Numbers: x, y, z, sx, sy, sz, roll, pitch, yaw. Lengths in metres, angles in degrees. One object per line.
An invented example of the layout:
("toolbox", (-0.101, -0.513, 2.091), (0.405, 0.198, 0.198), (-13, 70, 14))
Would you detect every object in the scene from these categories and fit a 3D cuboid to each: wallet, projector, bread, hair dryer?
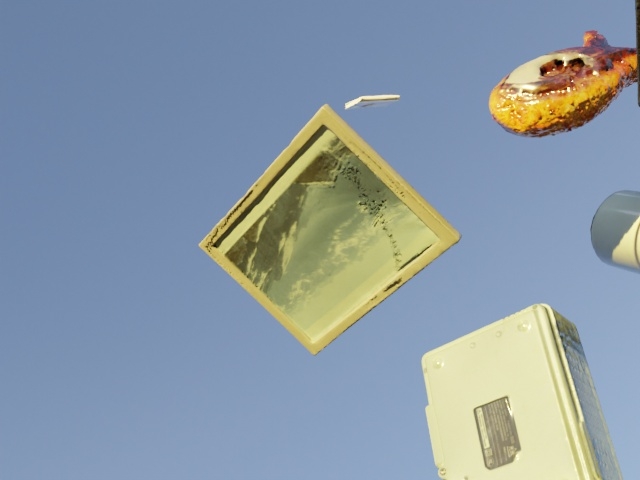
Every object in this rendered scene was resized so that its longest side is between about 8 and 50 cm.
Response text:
("wallet", (0.082, -0.219, 1.383), (0.083, 0.044, 0.011), (-10, -94, -35))
("projector", (0.225, 0.222, 1.023), (0.192, 0.256, 0.099), (-30, -41, 29))
("bread", (0.351, -0.215, 1.217), (0.269, 0.139, 0.095), (-27, -48, -29))
("hair dryer", (0.589, 0.073, 1.353), (0.128, 0.203, 0.362), (-49, -63, -11))

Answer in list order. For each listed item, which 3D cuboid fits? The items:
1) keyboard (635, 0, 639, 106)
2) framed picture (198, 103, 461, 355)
("keyboard", (0.371, -0.204, 0.957), (0.053, 0.010, 0.155), (9, -38, 27))
("framed picture", (0.000, 0.000, 1.218), (0.247, 0.022, 0.335), (44, -50, -4))
